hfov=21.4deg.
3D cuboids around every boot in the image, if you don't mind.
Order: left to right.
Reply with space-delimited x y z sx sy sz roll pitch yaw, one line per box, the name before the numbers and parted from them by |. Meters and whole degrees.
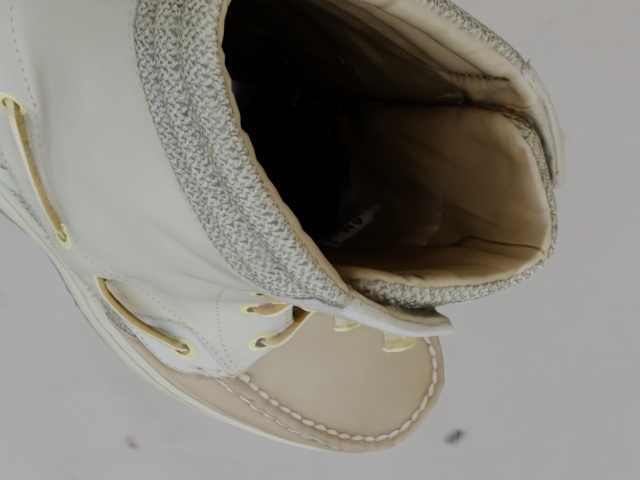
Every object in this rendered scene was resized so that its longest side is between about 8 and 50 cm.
boot | 0.000 0.000 0.516 0.203 0.095 0.262 12 151 51
